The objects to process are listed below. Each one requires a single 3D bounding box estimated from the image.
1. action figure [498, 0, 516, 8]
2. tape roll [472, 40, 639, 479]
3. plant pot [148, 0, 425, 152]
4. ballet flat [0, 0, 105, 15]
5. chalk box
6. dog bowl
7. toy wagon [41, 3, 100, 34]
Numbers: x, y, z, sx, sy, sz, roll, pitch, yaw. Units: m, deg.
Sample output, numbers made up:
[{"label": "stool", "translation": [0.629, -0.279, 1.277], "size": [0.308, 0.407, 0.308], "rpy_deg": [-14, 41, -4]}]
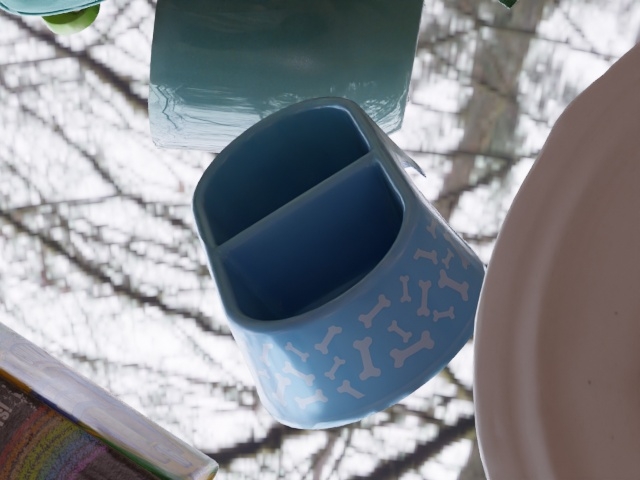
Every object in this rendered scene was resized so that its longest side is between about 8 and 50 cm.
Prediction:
[{"label": "action figure", "translation": [0.108, -0.278, 1.186], "size": [0.137, 0.063, 0.232], "rpy_deg": [-45, -118, -11]}, {"label": "tape roll", "translation": [0.199, 0.047, 0.517], "size": [0.286, 0.100, 0.286], "rpy_deg": [-8, -107, 26]}, {"label": "plant pot", "translation": [-0.020, -0.212, 1.461], "size": [0.235, 0.293, 0.293], "rpy_deg": [10, -132, 2]}, {"label": "ballet flat", "translation": [-0.094, -0.205, 0.881], "size": [0.231, 0.077, 0.077], "rpy_deg": [-24, -130, 17]}, {"label": "chalk box", "translation": [-0.185, 0.125, 0.828], "size": [0.213, 0.132, 0.132], "rpy_deg": [33, -89, 6]}, {"label": "dog bowl", "translation": [0.000, 0.000, 0.996], "size": [0.166, 0.074, 0.297], "rpy_deg": [-32, -149, 4]}, {"label": "toy wagon", "translation": [-0.336, -0.310, 1.324], "size": [0.344, 0.267, 0.068], "rpy_deg": [22, -111, 24]}]
